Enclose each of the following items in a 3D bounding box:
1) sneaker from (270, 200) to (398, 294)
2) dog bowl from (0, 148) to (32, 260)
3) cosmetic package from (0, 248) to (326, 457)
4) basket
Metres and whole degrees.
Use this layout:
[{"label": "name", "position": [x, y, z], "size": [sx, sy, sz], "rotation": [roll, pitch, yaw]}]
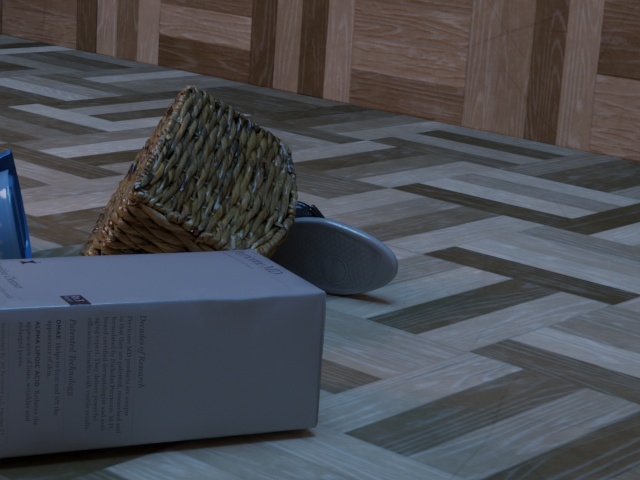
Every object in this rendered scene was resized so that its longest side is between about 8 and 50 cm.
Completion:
[{"label": "sneaker", "position": [0.000, 0.000, 2.190], "size": [0.295, 0.105, 0.147], "rotation": [7, 19, 31]}, {"label": "dog bowl", "position": [-0.428, -0.020, 2.066], "size": [0.074, 0.166, 0.297], "rotation": [-10, 16, -7]}, {"label": "cosmetic package", "position": [-0.209, 0.107, 1.600], "size": [0.385, 0.156, 0.217], "rotation": [-4, 14, -27]}, {"label": "basket", "position": [-0.169, -0.014, 2.045], "size": [0.213, 0.223, 0.299], "rotation": [32, 32, -10]}]
